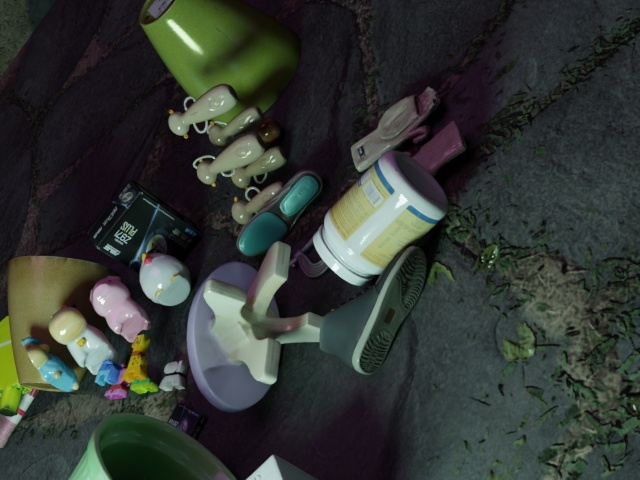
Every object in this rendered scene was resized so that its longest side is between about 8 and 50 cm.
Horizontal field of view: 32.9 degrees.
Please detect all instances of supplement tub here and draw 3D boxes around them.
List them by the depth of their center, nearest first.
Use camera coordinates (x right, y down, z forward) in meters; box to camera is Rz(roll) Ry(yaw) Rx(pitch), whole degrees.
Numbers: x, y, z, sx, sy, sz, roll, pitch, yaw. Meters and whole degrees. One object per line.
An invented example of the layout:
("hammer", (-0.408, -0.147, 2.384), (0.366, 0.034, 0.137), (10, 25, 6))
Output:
("supplement tub", (0.097, -0.035, 1.790), (0.200, 0.144, 0.144), (-45, 36, 22))

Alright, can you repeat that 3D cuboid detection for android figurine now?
("android figurine", (-0.695, 0.273, 2.427), (0.248, 0.056, 0.273), (-23, 46, 30))

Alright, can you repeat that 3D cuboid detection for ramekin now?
("ramekin", (-0.263, 0.426, 1.693), (0.148, 0.303, 0.303), (-52, 36, 14))

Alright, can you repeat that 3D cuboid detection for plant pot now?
("plant pot", (-0.559, 0.185, 2.292), (0.237, 0.237, 0.254), (-10, 68, 43))
("plant pot", (-0.241, -0.438, 2.373), (0.274, 0.293, 0.275), (-28, 43, 29))

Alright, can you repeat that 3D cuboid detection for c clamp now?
("c clamp", (0.000, 0.000, 1.979), (0.160, 0.022, 0.137), (-45, 37, 12))

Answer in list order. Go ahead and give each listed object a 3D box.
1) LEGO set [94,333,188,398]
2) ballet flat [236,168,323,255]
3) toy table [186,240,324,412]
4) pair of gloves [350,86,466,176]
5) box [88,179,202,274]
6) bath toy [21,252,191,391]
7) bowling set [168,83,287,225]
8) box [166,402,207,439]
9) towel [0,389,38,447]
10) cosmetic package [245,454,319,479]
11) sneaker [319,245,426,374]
("LEGO set", (-0.355, 0.240, 2.113), (0.227, 0.087, 0.093), (-13, 52, 40))
("ballet flat", (-0.075, -0.053, 2.082), (0.213, 0.072, 0.068), (-45, 10, 10))
("toy table", (-0.114, 0.137, 1.826), (0.161, 0.252, 0.274), (-36, 52, 47))
("pair of gloves", (0.157, -0.158, 1.925), (0.204, 0.042, 0.240), (-44, 35, 17))
("box", (-0.362, -0.014, 2.250), (0.147, 0.180, 0.077), (-50, 36, 3))
("bath toy", (-0.422, 0.139, 2.162), (0.348, 0.151, 0.129), (-38, 52, -6))
("bowling set", (-0.161, -0.174, 2.206), (0.154, 0.287, 0.200), (-27, 0, 20))
("box", (-0.248, 0.337, 1.973), (0.083, 0.018, 0.067), (15, 72, 51))
("towel", (-0.690, 0.290, 2.479), (0.237, 0.037, 0.329), (17, 73, 51))
("cosmetic package", (-0.046, 0.442, 1.556), (0.151, 0.151, 0.184), (-44, 37, 10))
("sneaker", (0.078, 0.097, 1.755), (0.118, 0.083, 0.222), (20, 78, 46))
